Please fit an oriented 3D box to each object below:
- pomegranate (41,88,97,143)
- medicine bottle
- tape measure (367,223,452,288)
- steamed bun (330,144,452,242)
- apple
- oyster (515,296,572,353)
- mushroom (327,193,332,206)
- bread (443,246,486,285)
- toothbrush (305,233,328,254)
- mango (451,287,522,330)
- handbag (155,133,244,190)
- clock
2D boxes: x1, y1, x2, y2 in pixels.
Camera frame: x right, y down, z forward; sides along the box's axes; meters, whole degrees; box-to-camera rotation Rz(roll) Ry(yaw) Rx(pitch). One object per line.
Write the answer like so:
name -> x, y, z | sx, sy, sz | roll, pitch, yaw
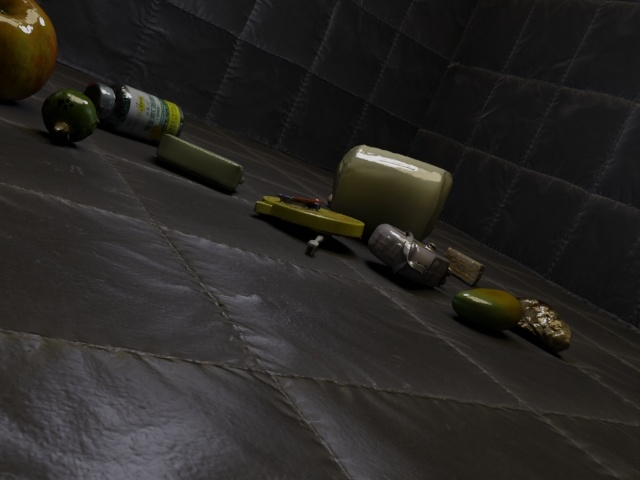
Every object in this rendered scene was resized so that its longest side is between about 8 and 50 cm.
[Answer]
pomegranate -> -0.565, -0.267, 1.407 | 0.122, 0.122, 0.162 | 21, 37, -17
medicine bottle -> -0.568, -0.387, 1.913 | 0.141, 0.141, 0.293 | 32, 13, 38
tape measure -> 0.219, 0.035, 1.625 | 0.197, 0.120, 0.236 | 36, 9, 26
steamed bun -> 0.215, -0.137, 2.065 | 0.371, 0.290, 0.456 | 20, 7, 9
apple -> -0.805, -0.496, 1.554 | 0.301, 0.302, 0.301 | 24, 10, -4
oyster -> 0.505, 0.187, 1.632 | 0.294, 0.094, 0.166 | 22, 17, 22
mushroom -> 0.068, -0.147, 2.386 | 0.083, 0.067, 0.083 | 28, 14, -8
bread -> 0.459, 0.084, 2.074 | 0.152, 0.077, 0.105 | 28, 9, 25
toothbrush -> 0.001, -0.002, 1.567 | 0.025, 0.030, 0.342 | 25, 10, 4
mango -> 0.387, 0.158, 1.471 | 0.194, 0.092, 0.130 | 14, 15, -27
handbag -> -0.335, -0.212, 1.770 | 0.256, 0.079, 0.219 | 23, -1, -7
clock -> -0.023, -0.076, 1.656 | 0.293, 0.071, 0.277 | 16, 7, -6
